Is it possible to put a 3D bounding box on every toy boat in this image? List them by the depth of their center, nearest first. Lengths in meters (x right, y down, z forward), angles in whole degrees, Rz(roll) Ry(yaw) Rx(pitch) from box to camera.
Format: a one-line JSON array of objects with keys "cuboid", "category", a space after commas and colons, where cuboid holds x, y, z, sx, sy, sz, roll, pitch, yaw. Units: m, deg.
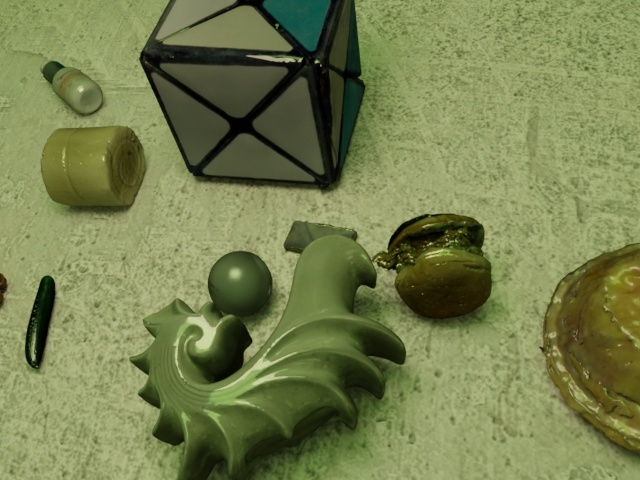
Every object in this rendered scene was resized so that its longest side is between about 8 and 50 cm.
[{"cuboid": [0.000, 0.000, 1.221, 0.115, 0.016, 0.063, 11, 57, 20], "category": "toy boat"}]

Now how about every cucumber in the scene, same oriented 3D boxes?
[{"cuboid": [-0.471, 0.132, 1.210, 0.033, 0.036, 0.184, -14, 50, 14], "category": "cucumber"}]

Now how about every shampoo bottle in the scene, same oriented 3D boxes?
[{"cuboid": [-0.542, -0.340, 1.551, 0.074, 0.074, 0.192, -41, 56, -18], "category": "shampoo bottle"}]

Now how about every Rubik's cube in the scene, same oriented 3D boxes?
[{"cuboid": [-0.092, -0.308, 1.285, 0.310, 0.307, 0.305, 7, 53, 14], "category": "Rubik's cube"}]

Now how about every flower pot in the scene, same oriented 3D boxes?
[{"cuboid": [-0.062, 0.167, 1.000, 0.368, 0.164, 0.254, -24, 65, -7], "category": "flower pot"}]

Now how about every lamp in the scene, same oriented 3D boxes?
[{"cuboid": [-0.127, 0.069, 1.143, 0.105, 0.105, 0.105, -6, 53, 8], "category": "lamp"}]

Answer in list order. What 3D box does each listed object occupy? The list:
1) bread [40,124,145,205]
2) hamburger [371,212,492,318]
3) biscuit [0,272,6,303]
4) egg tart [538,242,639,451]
[{"cuboid": [-0.420, -0.139, 1.340, 0.141, 0.134, 0.148, 1, 67, 13], "category": "bread"}, {"cuboid": [0.166, 0.038, 1.071, 0.185, 0.159, 0.131, 6, 56, -8], "category": "hamburger"}, {"cuboid": [-0.638, 0.103, 1.272, 0.175, 0.026, 0.124, -8, 54, 6], "category": "biscuit"}, {"cuboid": [0.474, 0.119, 0.956, 0.352, 0.150, 0.352, -7, 49, 8], "category": "egg tart"}]
